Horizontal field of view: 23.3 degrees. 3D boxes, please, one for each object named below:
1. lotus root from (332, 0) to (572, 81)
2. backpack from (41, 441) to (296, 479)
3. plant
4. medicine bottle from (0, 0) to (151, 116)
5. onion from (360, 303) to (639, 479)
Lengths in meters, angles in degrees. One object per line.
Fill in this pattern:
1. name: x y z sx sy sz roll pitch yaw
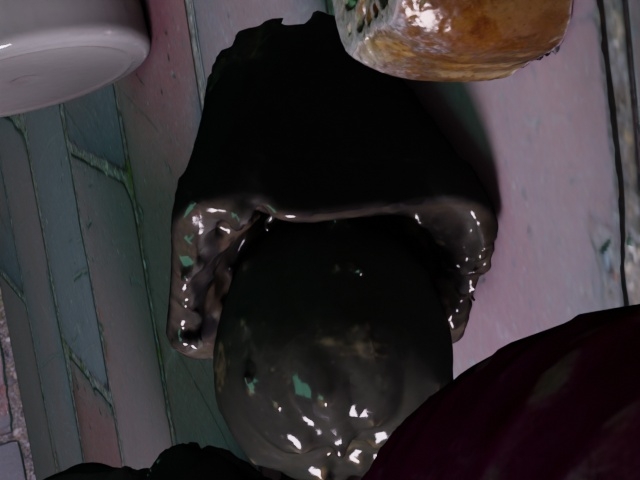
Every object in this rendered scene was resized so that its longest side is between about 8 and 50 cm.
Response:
1. lotus root: 0.054 -0.131 0.695 0.122 0.081 0.112 150 114 -71
2. backpack: -0.106 0.317 1.182 0.446 0.255 0.363 8 110 56
3. plant: 0.000 0.000 0.806 0.142 0.164 0.256 105 159 -54
4. medicine bottle: -0.289 -0.246 1.383 0.238 0.238 0.231 148 107 -71
5. onion: 0.111 0.130 0.446 0.256 0.272 0.230 -23 71 35
